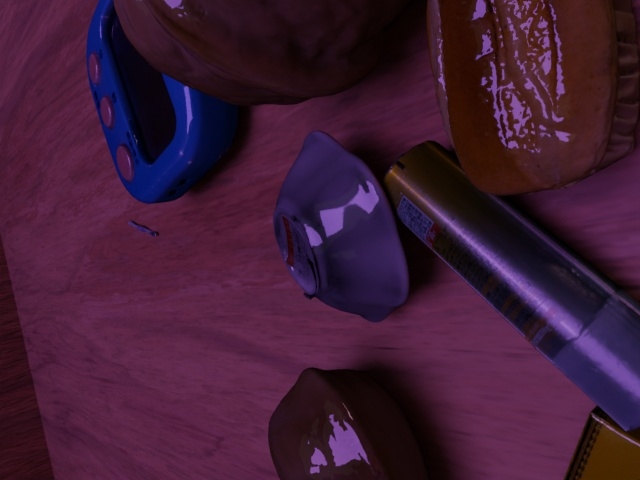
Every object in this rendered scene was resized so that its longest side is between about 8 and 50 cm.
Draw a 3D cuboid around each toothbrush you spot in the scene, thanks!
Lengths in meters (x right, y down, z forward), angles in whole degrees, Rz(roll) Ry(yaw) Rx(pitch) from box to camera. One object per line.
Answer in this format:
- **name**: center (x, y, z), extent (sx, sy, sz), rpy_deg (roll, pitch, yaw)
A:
- **toothbrush**: center (-0.372, -0.025, 1.086), extent (0.131, 0.013, 0.011), rpy_deg (18, 108, 47)

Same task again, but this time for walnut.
- **walnut**: center (-0.053, -0.258, 0.486), extent (0.296, 0.285, 0.285), rpy_deg (-28, 78, 55)

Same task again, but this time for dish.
- **dish**: center (0.000, 0.000, 0.576), extent (0.229, 0.081, 0.229), rpy_deg (52, 155, 35)

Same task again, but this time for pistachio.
- **pistachio**: center (0.046, 0.268, 0.592), extent (0.260, 0.163, 0.212), rpy_deg (54, 167, 21)

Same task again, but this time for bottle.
- **bottle**: center (0.171, 0.025, 0.449), extent (0.286, 0.082, 0.082), rpy_deg (48, 131, 29)

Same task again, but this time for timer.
- **timer**: center (-0.259, -0.244, 0.830), extent (0.309, 0.115, 0.340), rpy_deg (-30, 77, 48)

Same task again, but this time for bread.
- **bread**: center (0.156, -0.154, 0.404), extent (0.140, 0.106, 0.236), rpy_deg (-7, 93, 50)

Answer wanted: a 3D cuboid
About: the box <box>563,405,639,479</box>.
- **box**: center (0.319, 0.256, 0.380), extent (0.279, 0.041, 0.153), rpy_deg (27, 120, 40)
